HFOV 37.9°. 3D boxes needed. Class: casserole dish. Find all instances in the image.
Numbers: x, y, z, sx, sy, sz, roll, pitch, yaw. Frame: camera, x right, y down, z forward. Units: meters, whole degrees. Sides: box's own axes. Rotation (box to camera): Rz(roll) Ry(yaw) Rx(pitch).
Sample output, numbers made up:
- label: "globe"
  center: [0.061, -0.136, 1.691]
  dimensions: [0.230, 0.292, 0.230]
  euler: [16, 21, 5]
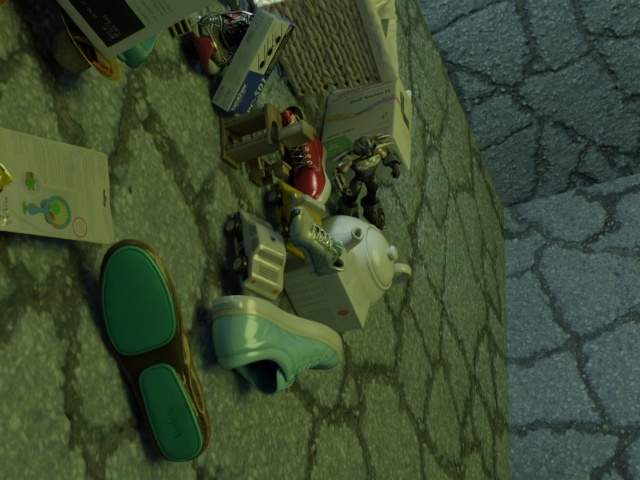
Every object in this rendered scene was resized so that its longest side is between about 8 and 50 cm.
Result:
- label: "casserole dish"
  center: [-0.317, -0.381, 1.600]
  dimensions: [0.188, 0.037, 0.114]
  euler: [-84, 151, -44]

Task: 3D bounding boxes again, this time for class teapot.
- label: "teapot"
  center: [0.088, 0.050, 2.108]
  dimensions: [0.256, 0.187, 0.252]
  euler: [-61, 132, -62]

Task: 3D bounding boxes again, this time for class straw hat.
- label: "straw hat"
  center: [-0.363, -0.284, 1.382]
  dimensions: [0.144, 0.061, 0.144]
  euler: [55, 16, -24]

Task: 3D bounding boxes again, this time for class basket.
- label: "basket"
  center: [0.024, -0.566, 2.193]
  dimensions: [0.331, 0.267, 0.328]
  euler: [60, 24, -52]

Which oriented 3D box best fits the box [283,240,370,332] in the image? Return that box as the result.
- label: "box"
  center: [0.010, 0.105, 1.955]
  dimensions: [0.091, 0.130, 0.170]
  euler: [-67, 138, -56]

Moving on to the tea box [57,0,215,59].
- label: "tea box"
  center: [-0.318, -0.509, 1.359]
  dimensions: [0.329, 0.220, 0.323]
  euler: [53, 17, -43]

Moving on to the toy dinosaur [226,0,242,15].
- label: "toy dinosaur"
  center: [-0.198, -0.554, 1.981]
  dimensions: [0.268, 0.064, 0.118]
  euler: [47, 38, -58]

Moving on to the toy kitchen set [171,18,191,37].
- label: "toy kitchen set"
  center: [-0.249, -0.418, 1.706]
  dimensions: [0.083, 0.068, 0.075]
  euler: [-120, -173, -70]

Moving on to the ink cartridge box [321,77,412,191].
- label: "ink cartridge box"
  center: [0.121, -0.301, 2.387]
  dimensions: [0.353, 0.207, 0.119]
  euler: [-83, 150, -47]

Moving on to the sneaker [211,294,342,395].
- label: "sneaker"
  center: [-0.081, 0.214, 1.690]
  dimensions: [0.366, 0.135, 0.150]
  euler: [28, 58, -51]

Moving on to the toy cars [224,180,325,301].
- label: "toy cars"
  center: [-0.073, -0.022, 1.821]
  dimensions: [0.176, 0.087, 0.393]
  euler: [49, 27, -2]

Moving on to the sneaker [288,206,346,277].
- label: "sneaker"
  center: [0.000, 0.000, 1.767]
  dimensions: [0.190, 0.083, 0.071]
  euler: [60, 37, -48]

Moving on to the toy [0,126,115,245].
- label: "toy"
  center: [-0.374, -0.066, 1.230]
  dimensions: [0.237, 0.056, 0.136]
  euler: [14, 67, -62]

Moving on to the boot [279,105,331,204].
- label: "boot"
  center: [-0.050, -0.188, 2.067]
  dimensions: [0.244, 0.088, 0.176]
  euler: [-92, 156, -49]

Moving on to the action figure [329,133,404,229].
- label: "action figure"
  center: [0.106, -0.143, 2.206]
  dimensions: [0.285, 0.185, 0.099]
  euler: [90, -21, -49]

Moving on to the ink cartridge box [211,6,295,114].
- label: "ink cartridge box"
  center: [-0.132, -0.351, 1.843]
  dimensions: [0.046, 0.207, 0.097]
  euler: [33, 13, 18]

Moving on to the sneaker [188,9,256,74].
- label: "sneaker"
  center: [-0.172, -0.415, 1.876]
  dimensions: [0.120, 0.112, 0.299]
  euler: [70, 23, -13]

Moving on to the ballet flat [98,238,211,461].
- label: "ballet flat"
  center: [-0.238, 0.156, 1.371]
  dimensions: [0.124, 0.116, 0.342]
  euler: [-99, 171, -80]

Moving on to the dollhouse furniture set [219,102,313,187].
- label: "dollhouse furniture set"
  center: [-0.081, -0.201, 1.859]
  dimensions: [0.161, 0.182, 0.101]
  euler: [36, 43, -57]

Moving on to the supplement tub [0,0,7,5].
- label: "supplement tub"
  center: [-0.456, -0.384, 1.151]
  dimensions: [0.190, 0.117, 0.117]
  euler: [53, 31, -46]
